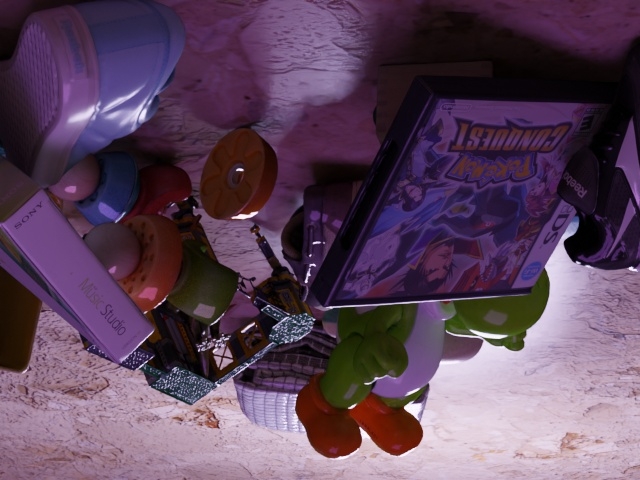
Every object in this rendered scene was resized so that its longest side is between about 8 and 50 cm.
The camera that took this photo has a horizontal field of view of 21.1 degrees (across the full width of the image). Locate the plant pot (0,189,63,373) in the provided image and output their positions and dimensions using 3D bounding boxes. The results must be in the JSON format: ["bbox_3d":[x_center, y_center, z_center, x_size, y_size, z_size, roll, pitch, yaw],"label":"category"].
[{"bbox_3d":[-0.449,0.023,1.955,0.187,0.212,0.212,7,174,33],"label":"plant pot"}]

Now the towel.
[{"bbox_3d":[0.018,0.204,2.544,0.284,0.121,0.235,4,159,2],"label":"towel"}]

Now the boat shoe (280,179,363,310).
[{"bbox_3d":[0.000,0.000,1.995,0.092,0.103,0.285,13,159,-5],"label":"boat shoe"}]

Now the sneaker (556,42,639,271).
[{"bbox_3d":[0.274,-0.069,1.595,0.106,0.078,0.234,-7,119,-16],"label":"sneaker"}]

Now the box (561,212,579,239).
[{"bbox_3d":[0.210,-0.053,1.797,0.244,0.100,0.060,-6,158,22],"label":"box"}]

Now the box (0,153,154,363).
[{"bbox_3d":[-0.315,-0.031,1.654,0.322,0.058,0.232,32,163,41],"label":"box"}]

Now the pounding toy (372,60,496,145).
[{"bbox_3d":[0.104,-0.100,1.676,0.141,0.100,0.130,-2,160,12],"label":"pounding toy"}]

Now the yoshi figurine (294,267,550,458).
[{"bbox_3d":[0.132,0.109,1.944,0.203,0.203,0.362,27,117,-7],"label":"yoshi figurine"}]

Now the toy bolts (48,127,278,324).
[{"bbox_3d":[-0.182,-0.051,1.799,0.158,0.218,0.228,22,-172,-40],"label":"toy bolts"}]

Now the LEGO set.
[{"bbox_3d":[-0.182,0.044,2.109,0.255,0.192,0.331,-41,145,21],"label":"LEGO set"}]

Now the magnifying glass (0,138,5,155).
[{"bbox_3d":[-0.383,-0.108,1.844,0.231,0.026,0.092,-4,160,21],"label":"magnifying glass"}]

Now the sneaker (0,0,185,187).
[{"bbox_3d":[-0.212,-0.132,1.599,0.150,0.135,0.366,-12,178,-21],"label":"sneaker"}]

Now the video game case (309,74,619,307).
[{"bbox_3d":[0.149,-0.044,1.624,0.275,0.035,0.248,-2,131,-39],"label":"video game case"}]

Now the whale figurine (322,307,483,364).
[{"bbox_3d":[0.108,0.079,2.193,0.216,0.141,0.272,-1,-175,-9],"label":"whale figurine"}]
